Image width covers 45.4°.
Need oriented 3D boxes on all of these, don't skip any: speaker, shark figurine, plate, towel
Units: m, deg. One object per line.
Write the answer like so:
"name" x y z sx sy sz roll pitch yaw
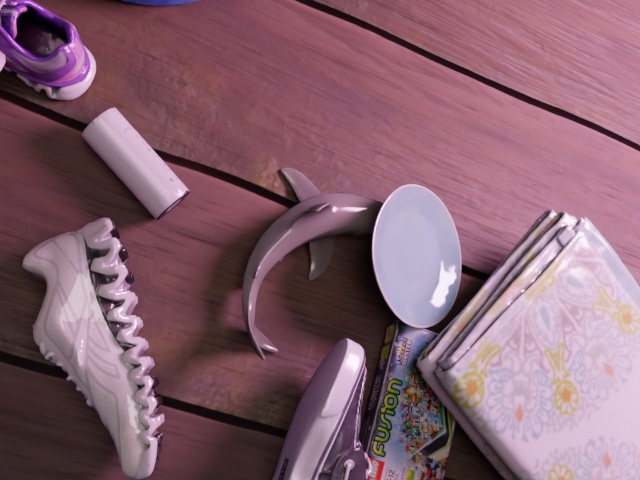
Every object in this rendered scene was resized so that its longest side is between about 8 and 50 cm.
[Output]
"speaker" -0.222 -0.093 0.920 0.055 0.055 0.136 -43 95 -21
"shark figurine" -0.027 0.003 0.939 0.166 0.116 0.278 47 67 -3
"plate" 0.123 0.021 1.003 0.188 0.024 0.188 8 79 -44
"towel" 0.334 0.189 1.018 0.320 0.090 0.374 -44 101 -21

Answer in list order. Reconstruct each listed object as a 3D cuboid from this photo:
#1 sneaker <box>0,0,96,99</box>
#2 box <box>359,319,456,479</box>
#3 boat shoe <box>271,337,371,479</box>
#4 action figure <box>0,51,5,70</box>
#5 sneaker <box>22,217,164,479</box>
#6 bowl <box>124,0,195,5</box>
"sneaker" -0.373 -0.246 0.873 0.236 0.104 0.095 18 75 -14
"box" 0.118 0.219 0.984 0.114 0.036 0.207 20 74 -14
"boat shoe" 0.010 0.269 0.899 0.102 0.108 0.301 23 75 -12
"action figure" -0.475 -0.016 0.777 0.275 0.248 0.370 -3 78 -47
"sneaker" -0.248 0.125 0.850 0.118 0.110 0.292 -15 76 -13
"bowl" -0.226 -0.486 0.986 0.391 0.077 0.391 4 78 -18
